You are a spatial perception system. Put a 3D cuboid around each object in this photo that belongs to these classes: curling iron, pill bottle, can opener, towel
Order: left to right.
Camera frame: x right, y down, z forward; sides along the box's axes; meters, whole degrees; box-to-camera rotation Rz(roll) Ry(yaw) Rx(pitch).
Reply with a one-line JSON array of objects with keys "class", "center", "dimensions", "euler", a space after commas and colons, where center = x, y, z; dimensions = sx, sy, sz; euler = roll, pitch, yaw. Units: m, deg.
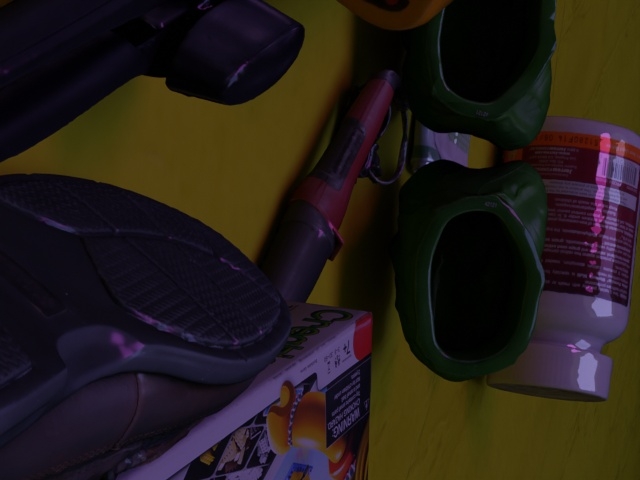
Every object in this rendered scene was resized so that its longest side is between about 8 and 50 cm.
[{"class": "can opener", "center": [-0.071, -0.070, 0.512], "dimensions": [0.186, 0.073, 0.059], "euler": [-32, 134, -57]}, {"class": "curling iron", "center": [0.000, 0.000, 0.783], "dimensions": [0.274, 0.035, 0.068], "euler": [-64, 153, -48]}, {"class": "towel", "center": [0.093, -0.106, 1.063], "dimensions": [0.113, 0.023, 0.152], "euler": [44, 53, -69]}, {"class": "pill bottle", "center": [0.200, 0.017, 1.271], "dimensions": [0.121, 0.121, 0.221], "euler": [36, 61, -70]}]

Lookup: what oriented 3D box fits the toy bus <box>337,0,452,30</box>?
[{"class": "toy bus", "center": [0.093, -0.226, 0.788], "dimensions": [0.130, 0.108, 0.333], "euler": [-60, 171, 34]}]

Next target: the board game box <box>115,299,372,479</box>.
[{"class": "board game box", "center": [-0.059, 0.153, 0.577], "dimensions": [0.305, 0.053, 0.193], "euler": [-28, 122, -63]}]

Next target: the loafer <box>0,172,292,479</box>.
[{"class": "loafer", "center": [-0.096, 0.038, 0.451], "dimensions": [0.084, 0.096, 0.267], "euler": [-51, 166, 15]}]

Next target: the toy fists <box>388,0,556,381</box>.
[{"class": "toy fists", "center": [0.093, -0.054, 0.925], "dimensions": [0.142, 0.096, 0.279], "euler": [-135, -134, -80]}]
